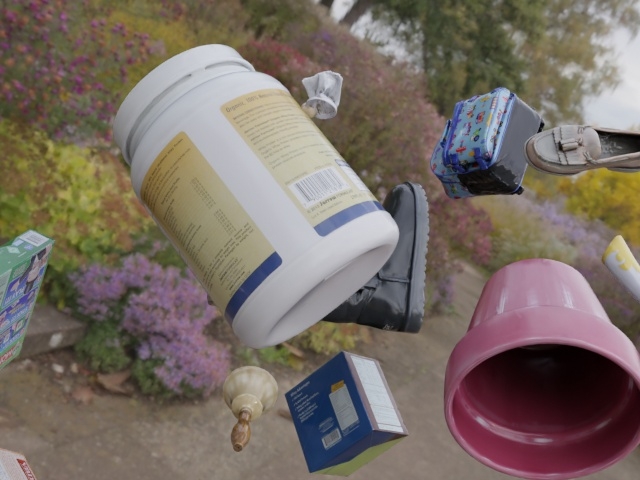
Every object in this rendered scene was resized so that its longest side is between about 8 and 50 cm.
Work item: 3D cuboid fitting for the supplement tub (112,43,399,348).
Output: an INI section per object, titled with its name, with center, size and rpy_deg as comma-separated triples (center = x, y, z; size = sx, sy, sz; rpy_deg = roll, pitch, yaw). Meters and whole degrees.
[supplement tub]
center = -0.083, -0.056, 0.939
size = 0.316, 0.228, 0.228
rpy_deg = 52, 17, 15

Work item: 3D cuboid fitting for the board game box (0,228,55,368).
[board game box]
center = -0.480, 0.128, 1.057
size = 0.046, 0.214, 0.317
rpy_deg = 25, 19, 0

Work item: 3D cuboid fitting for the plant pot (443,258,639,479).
[plant pot]
center = 0.236, 0.122, 0.838
size = 0.201, 0.201, 0.180
rpy_deg = 26, 36, -7

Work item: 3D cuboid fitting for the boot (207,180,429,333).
[boot]
center = 0.000, 0.002, 1.667
size = 0.445, 0.367, 0.146
rpy_deg = 9, -28, -11

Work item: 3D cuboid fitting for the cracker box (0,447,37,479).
[cracker box]
center = -0.388, 0.258, 0.733
size = 0.067, 0.155, 0.232
rpy_deg = 49, -7, 24

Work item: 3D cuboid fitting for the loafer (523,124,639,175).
[loafer]
center = 0.234, -0.081, 0.663
size = 0.125, 0.045, 0.039
rpy_deg = -1, -16, -18

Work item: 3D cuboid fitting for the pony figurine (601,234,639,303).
[pony figurine]
center = 0.512, 0.215, 1.130
size = 0.363, 0.351, 0.303
rpy_deg = 34, -2, 33

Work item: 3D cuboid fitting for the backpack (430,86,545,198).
[backpack]
center = 0.246, -0.148, 1.241
size = 0.117, 0.158, 0.173
rpy_deg = 33, -21, -29

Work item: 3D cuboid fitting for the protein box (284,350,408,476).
[protein box]
center = 0.055, 0.395, 1.771
size = 0.136, 0.200, 0.201
rpy_deg = 23, 35, -45

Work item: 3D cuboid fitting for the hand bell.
[hand bell]
center = -0.156, 0.370, 1.625
size = 0.126, 0.126, 0.242
rpy_deg = 26, 14, -7

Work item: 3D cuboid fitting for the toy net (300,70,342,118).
[toy net]
center = -0.030, -0.191, 1.368
size = 0.122, 0.232, 0.045
rpy_deg = 39, 30, -8
